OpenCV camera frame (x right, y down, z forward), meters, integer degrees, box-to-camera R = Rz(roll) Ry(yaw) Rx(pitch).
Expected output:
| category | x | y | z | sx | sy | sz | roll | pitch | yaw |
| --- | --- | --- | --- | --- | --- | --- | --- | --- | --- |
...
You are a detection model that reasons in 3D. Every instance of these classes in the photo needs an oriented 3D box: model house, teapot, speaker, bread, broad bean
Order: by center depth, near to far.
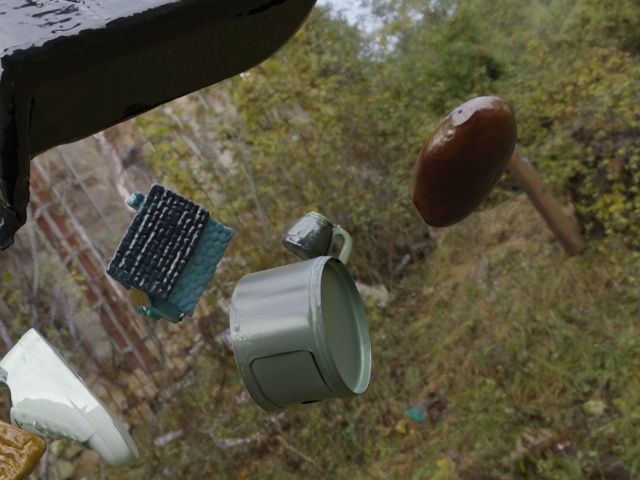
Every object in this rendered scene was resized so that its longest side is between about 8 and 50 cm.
| category | x | y | z | sx | sy | sz | roll | pitch | yaw |
| --- | --- | --- | --- | --- | --- | --- | --- | --- | --- |
| speaker | -0.190 | -0.179 | 0.712 | 0.388 | 0.180 | 0.184 | -31 | -36 | -28 |
| broad bean | 0.162 | -0.093 | 0.831 | 0.114 | 0.084 | 0.165 | -18 | -35 | -31 |
| bread | -0.585 | 0.387 | 1.260 | 0.149 | 0.158 | 0.143 | -47 | 13 | 47 |
| teapot | -0.006 | -0.002 | 1.380 | 0.092 | 0.124 | 0.090 | 13 | 69 | 56 |
| model house | -0.388 | 0.025 | 1.651 | 0.226 | 0.241 | 0.261 | 9 | 68 | 44 |

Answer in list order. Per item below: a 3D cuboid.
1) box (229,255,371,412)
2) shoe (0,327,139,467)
| category | x | y | z | sx | sy | sz | roll | pitch | yaw |
| --- | --- | --- | --- | --- | --- | --- | --- | --- | --- |
| box | -0.026 | 0.147 | 1.141 | 0.149 | 0.226 | 0.226 | -14 | 9 | 19 |
| shoe | -0.524 | 0.346 | 1.433 | 0.160 | 0.363 | 0.132 | -43 | -21 | -16 |
